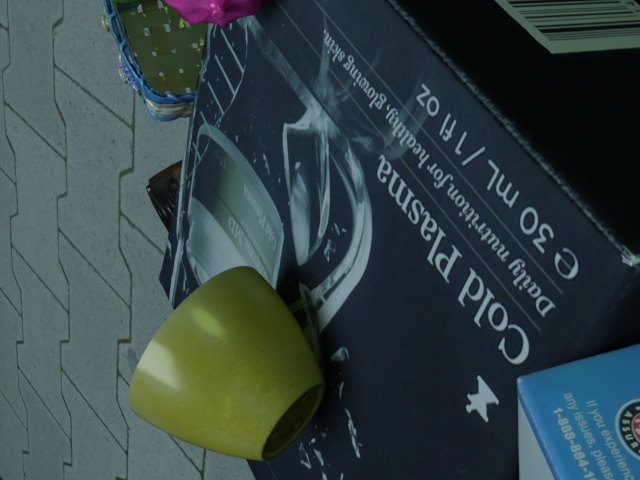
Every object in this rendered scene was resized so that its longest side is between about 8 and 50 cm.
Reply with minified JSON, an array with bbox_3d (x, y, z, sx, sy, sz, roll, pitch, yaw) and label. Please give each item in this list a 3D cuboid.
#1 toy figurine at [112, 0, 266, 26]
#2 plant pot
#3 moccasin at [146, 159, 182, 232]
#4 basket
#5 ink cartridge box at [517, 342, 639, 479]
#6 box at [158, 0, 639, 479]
[{"bbox_3d":[-0.086,-0.226,0.683,0.159,0.130,0.173,40,106,37],"label":"toy figurine"},{"bbox_3d":[-0.053,0.100,0.673,0.095,0.134,0.134,36,132,20],"label":"plant pot"},{"bbox_3d":[-0.148,-0.072,1.291,0.139,0.147,0.380,58,164,-1],"label":"moccasin"},{"bbox_3d":[-0.158,-0.280,1.167,0.255,0.201,0.289,69,155,11],"label":"basket"},{"bbox_3d":[0.272,0.139,0.427,0.223,0.307,0.129,-107,3,-46],"label":"ink cartridge box"},{"bbox_3d":[0.106,0.006,0.777,0.480,0.297,0.472,56,144,38],"label":"box"}]
